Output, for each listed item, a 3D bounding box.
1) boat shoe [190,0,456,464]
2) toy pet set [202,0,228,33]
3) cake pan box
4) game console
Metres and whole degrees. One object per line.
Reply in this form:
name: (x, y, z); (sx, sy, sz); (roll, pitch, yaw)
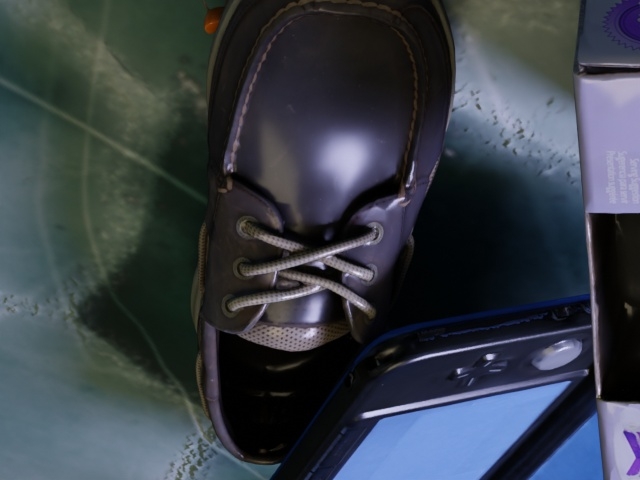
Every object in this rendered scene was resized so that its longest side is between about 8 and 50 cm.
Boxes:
boat shoe: (0.000, 0.000, 0.902); (0.132, 0.130, 0.355); (2, 143, -5)
toy pet set: (-0.032, -0.160, 0.841); (0.114, 0.065, 0.122); (2, 153, -46)
cake pan box: (0.153, -0.055, 0.750); (0.070, 0.267, 0.246); (-1, 132, 14)
game console: (0.116, 0.171, 0.979); (0.250, 0.173, 0.293); (-9, 151, -27)
